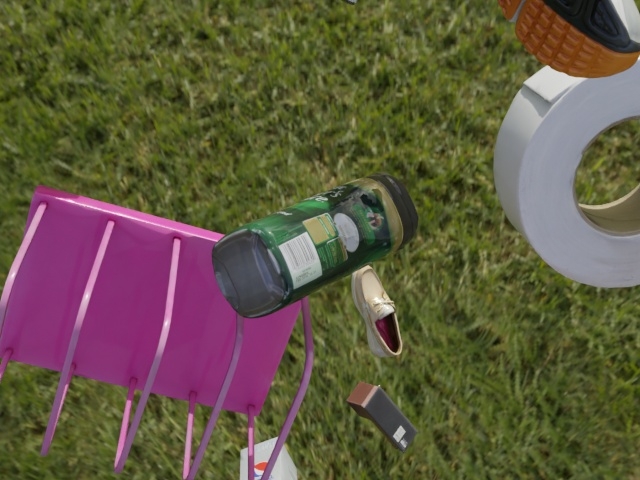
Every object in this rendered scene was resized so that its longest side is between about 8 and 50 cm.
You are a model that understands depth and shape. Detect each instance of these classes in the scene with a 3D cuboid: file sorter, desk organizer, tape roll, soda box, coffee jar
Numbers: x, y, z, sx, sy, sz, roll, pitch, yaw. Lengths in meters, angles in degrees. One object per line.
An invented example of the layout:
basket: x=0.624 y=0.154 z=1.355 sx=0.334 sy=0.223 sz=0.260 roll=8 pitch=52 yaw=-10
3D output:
file sorter: x=-0.168 y=0.109 z=0.915 sx=0.290 sy=0.202 sz=0.182 roll=15 pitch=26 yaw=-12
desk organizer: x=0.103 y=0.296 z=1.575 sx=0.050 sy=0.130 sz=0.047 roll=6 pitch=51 yaw=52
tape roll: x=0.355 y=-0.091 z=1.124 sx=0.286 sy=0.100 sz=0.286 roll=-3 pitch=113 yaw=-6
soda box: x=-0.098 y=0.508 z=1.812 sx=0.091 sy=0.286 sz=0.098 roll=-21 pitch=112 yaw=5
coffee jar: x=0.000 y=0.000 z=0.835 sx=0.184 sy=0.096 sz=0.079 roll=-24 pitch=90 yaw=-42

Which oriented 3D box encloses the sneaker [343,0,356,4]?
sneaker: x=-0.009 y=-0.399 z=1.254 sx=0.190 sy=0.071 sz=0.083 roll=37 pitch=100 yaw=6

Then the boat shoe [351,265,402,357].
boat shoe: x=0.103 y=0.121 z=1.606 sx=0.063 sy=0.059 sz=0.170 roll=-27 pitch=106 yaw=-32

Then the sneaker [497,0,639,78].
sneaker: x=0.185 y=-0.235 z=0.711 sx=0.121 sy=0.099 sz=0.262 roll=-12 pitch=61 yaw=-24
